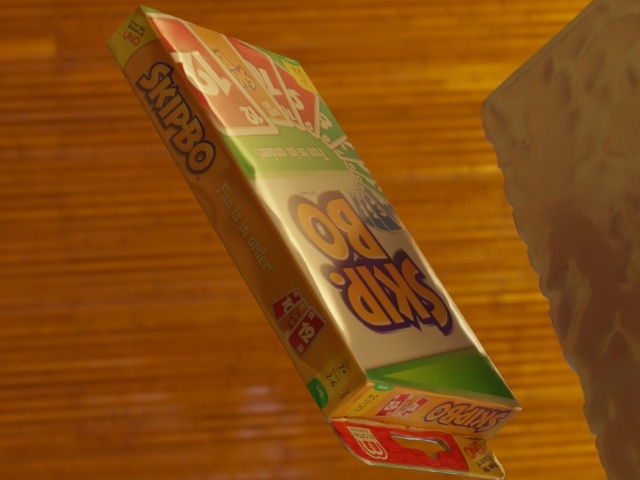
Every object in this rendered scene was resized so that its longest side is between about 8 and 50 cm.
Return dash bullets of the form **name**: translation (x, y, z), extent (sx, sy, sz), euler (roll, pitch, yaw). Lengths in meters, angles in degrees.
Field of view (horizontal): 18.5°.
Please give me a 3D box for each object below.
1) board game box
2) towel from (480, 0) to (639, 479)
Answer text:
- **board game box**: translation (0.000, 0.000, 0.925), extent (0.039, 0.124, 0.259), euler (-43, -122, 24)
- **towel**: translation (0.230, -0.039, 0.907), extent (0.317, 0.053, 0.331), euler (-43, -138, 30)
